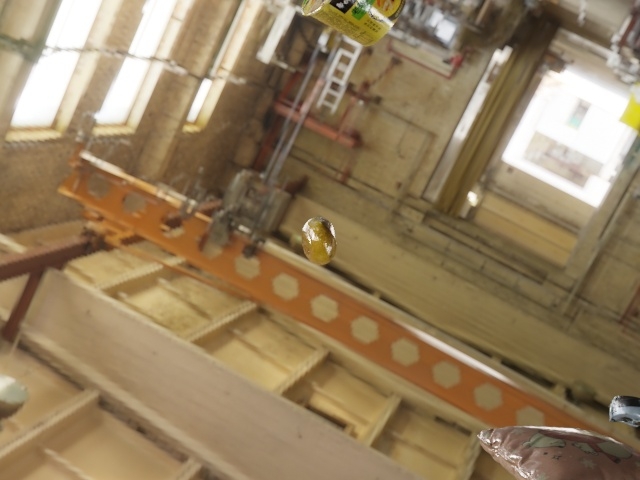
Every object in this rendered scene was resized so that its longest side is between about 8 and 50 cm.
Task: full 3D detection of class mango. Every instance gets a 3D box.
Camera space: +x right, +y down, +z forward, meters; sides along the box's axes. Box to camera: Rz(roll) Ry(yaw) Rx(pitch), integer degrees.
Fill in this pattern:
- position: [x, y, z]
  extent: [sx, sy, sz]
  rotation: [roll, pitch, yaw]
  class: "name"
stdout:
- position: [0.000, 0.000, 1.617]
  extent: [0.057, 0.079, 0.114]
  rotation: [-4, 175, -7]
  class: "mango"

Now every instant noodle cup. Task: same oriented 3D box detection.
- position: [0.061, -0.397, 1.628]
  extent: [0.122, 0.151, 0.151]
  rotation: [30, -170, -23]
  class: "instant noodle cup"

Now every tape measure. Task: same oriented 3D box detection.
- position: [0.653, 0.360, 2.123]
  extent: [0.091, 0.054, 0.094]
  rotation: [12, 159, 1]
  class: "tape measure"

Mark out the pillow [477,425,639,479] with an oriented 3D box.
- position: [0.362, 0.319, 1.417]
  extent: [0.223, 0.084, 0.236]
  rotation: [2, -170, -16]
  class: "pillow"
